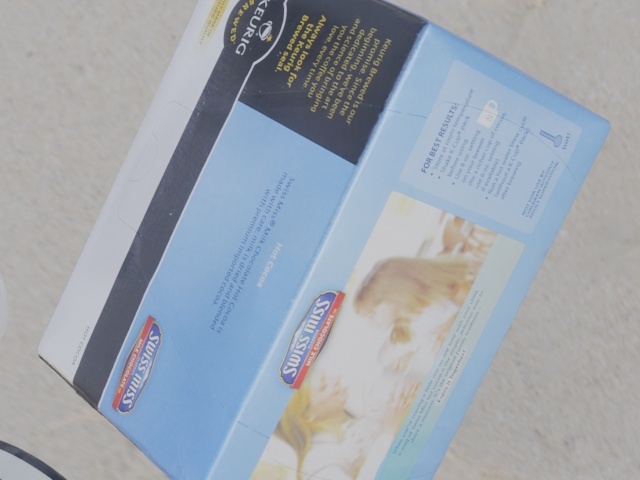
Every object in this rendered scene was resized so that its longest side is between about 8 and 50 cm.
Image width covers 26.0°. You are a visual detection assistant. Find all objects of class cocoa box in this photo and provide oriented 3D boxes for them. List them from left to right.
[{"bbox_3d":[0.000,0.000,1.008,0.228,0.231,0.347,32,99,44],"label":"cocoa box"}]

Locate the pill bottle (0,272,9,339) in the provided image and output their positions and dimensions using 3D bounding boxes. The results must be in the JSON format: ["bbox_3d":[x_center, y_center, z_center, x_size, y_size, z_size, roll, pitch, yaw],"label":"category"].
[{"bbox_3d":[-0.556,0.091,1.479,0.392,0.224,0.224,-26,62,7],"label":"pill bottle"}]

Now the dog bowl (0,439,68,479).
[{"bbox_3d":[-0.447,0.461,1.836,0.407,0.408,0.150,12,32,24],"label":"dog bowl"}]
